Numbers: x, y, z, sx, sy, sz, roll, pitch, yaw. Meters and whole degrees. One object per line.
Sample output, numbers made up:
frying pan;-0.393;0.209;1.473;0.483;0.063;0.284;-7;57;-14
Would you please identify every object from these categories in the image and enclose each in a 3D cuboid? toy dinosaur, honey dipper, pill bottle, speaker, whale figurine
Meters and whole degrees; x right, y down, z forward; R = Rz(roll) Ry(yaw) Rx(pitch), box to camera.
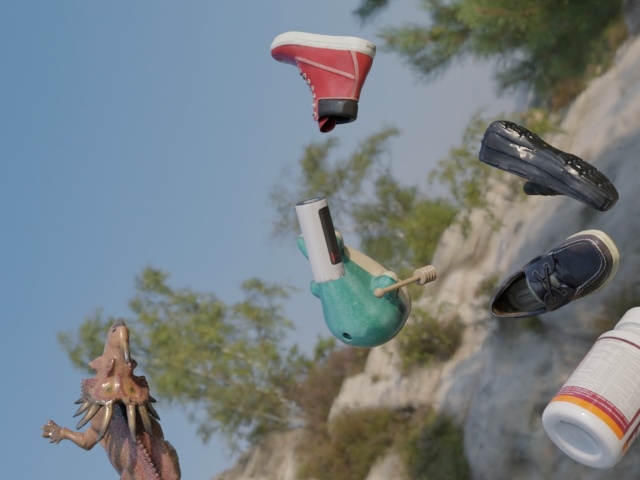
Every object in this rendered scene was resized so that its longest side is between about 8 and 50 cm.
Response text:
toy dinosaur;-0.232;0.263;1.331;0.127;0.296;0.200;-38;4;-32
honey dipper;0.147;0.073;1.829;0.160;0.030;0.030;-15;-53;-47
pill bottle;0.418;0.203;1.474;0.221;0.121;0.121;-45;-21;-27
speaker;0.000;0.000;1.724;0.055;0.055;0.136;-44;-59;-73
whale figurine;0.052;0.099;1.991;0.272;0.216;0.141;52;-128;-32

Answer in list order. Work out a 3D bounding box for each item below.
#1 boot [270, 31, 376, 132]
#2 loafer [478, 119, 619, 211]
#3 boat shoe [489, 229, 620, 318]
boot;-0.017;-0.296;1.976;0.088;0.244;0.176;15;-91;-48
loafer;0.327;-0.097;1.517;0.076;0.223;0.078;-12;-50;-52
boat shoe;0.385;0.071;1.753;0.092;0.103;0.285;-26;-7;-32
